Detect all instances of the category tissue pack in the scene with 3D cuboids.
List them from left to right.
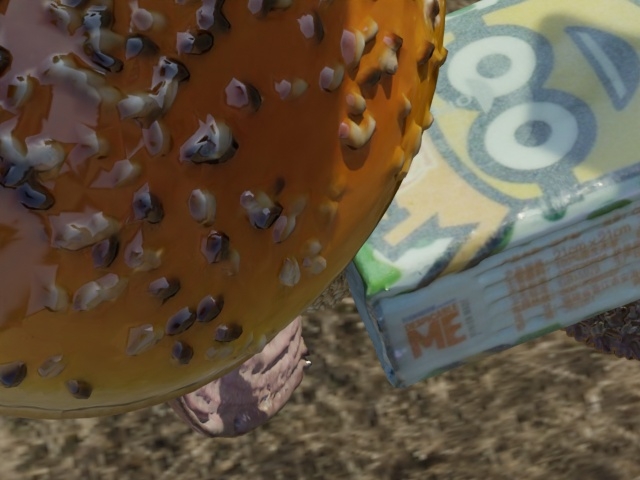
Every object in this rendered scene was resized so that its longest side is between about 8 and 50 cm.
[{"bbox_3d":[0.148,-0.059,1.108,0.310,0.128,0.228,-21,45,-3],"label":"tissue pack"}]

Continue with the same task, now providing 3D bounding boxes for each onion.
[{"bbox_3d":[-0.099,0.028,1.295,0.111,0.247,0.250,8,104,24],"label":"onion"}]

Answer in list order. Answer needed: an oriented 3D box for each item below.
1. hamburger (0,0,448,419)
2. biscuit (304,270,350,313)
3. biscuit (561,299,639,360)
[{"bbox_3d":[-0.090,-0.090,0.528,0.176,0.300,0.300,-15,83,49],"label":"hamburger"},{"bbox_3d":[0.000,0.000,1.683,0.082,0.070,0.168,53,152,27],"label":"biscuit"},{"bbox_3d":[0.288,-0.041,1.470,0.305,0.038,0.305,0,90,34],"label":"biscuit"}]
